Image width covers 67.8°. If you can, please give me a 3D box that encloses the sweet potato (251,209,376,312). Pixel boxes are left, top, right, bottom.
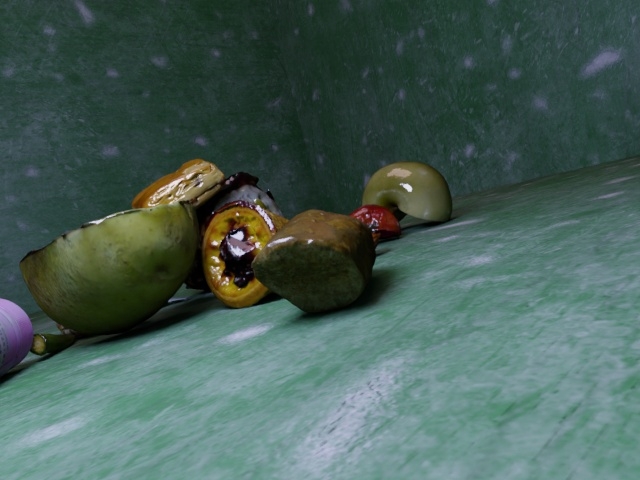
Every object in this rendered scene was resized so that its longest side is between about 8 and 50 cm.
[{"bbox_3d":[0.015,0.020,0.777,0.157,0.158,0.369,-14,5,15],"label":"sweet potato"}]

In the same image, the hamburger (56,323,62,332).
[{"bbox_3d":[-0.580,0.139,1.286,0.286,0.146,0.243,-35,1,-37],"label":"hamburger"}]

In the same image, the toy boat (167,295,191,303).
[{"bbox_3d":[-0.436,0.163,1.319,0.149,0.034,0.105,-17,7,-16],"label":"toy boat"}]

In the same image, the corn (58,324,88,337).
[{"bbox_3d":[-0.500,0.178,1.103,0.237,0.079,0.079,-10,5,15],"label":"corn"}]

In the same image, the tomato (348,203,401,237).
[{"bbox_3d":[0.150,-0.057,1.447,0.189,0.099,0.173,1,-8,6],"label":"tomato"}]

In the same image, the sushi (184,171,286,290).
[{"bbox_3d":[-0.267,-0.020,1.355,0.294,0.299,0.281,-13,4,44],"label":"sushi"}]

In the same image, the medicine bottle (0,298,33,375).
[{"bbox_3d":[-0.601,0.183,0.779,0.152,0.152,0.254,-16,4,-9],"label":"medicine bottle"}]

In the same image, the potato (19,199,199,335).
[{"bbox_3d":[-0.361,0.062,0.926,0.330,0.213,0.280,-21,1,-36],"label":"potato"}]

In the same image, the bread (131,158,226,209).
[{"bbox_3d":[-0.365,-0.120,1.200,0.235,0.099,0.210,-41,25,-15],"label":"bread"}]

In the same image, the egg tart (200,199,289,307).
[{"bbox_3d":[-0.133,0.029,0.977,0.215,0.215,0.171,-13,-10,33],"label":"egg tart"}]

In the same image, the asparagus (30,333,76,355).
[{"bbox_3d":[-0.560,0.217,1.006,0.045,0.041,0.178,14,-12,-3],"label":"asparagus"}]

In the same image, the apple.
[{"bbox_3d":[0.287,-0.152,1.611,0.295,0.233,0.258,-11,10,40],"label":"apple"}]

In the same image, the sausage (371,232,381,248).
[{"bbox_3d":[-0.019,0.030,1.180,0.348,0.094,0.097,-8,-1,4],"label":"sausage"}]
